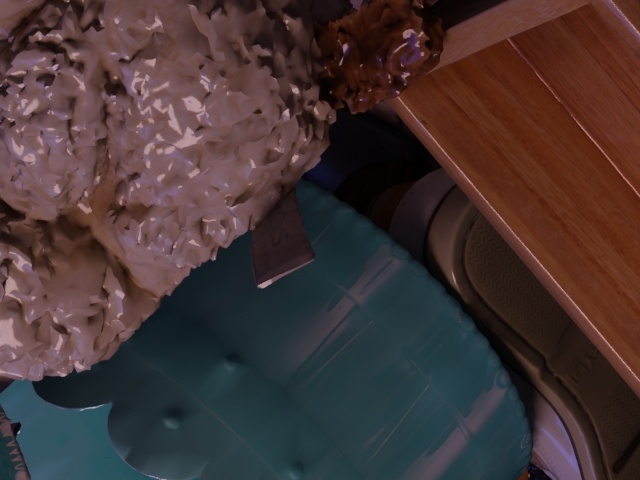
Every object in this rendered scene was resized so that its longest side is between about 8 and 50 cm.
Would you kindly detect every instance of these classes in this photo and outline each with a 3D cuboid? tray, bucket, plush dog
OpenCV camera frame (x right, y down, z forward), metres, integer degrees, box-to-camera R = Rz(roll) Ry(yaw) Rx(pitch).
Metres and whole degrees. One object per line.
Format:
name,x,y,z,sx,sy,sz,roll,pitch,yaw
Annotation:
tray,0.207,0.051,0.727,0.411,0.076,0.203,50,162,-9
bucket,-0.033,0.106,1.010,0.281,0.183,0.281,39,159,19
plush dog,-0.096,-0.107,0.715,0.225,0.262,0.210,38,147,-27

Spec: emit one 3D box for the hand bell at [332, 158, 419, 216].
hand bell,0.000,0.000,1.139,0.126,0.126,0.242,34,153,-8

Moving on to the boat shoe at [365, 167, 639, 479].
boat shoe,0.136,0.071,1.049,0.103,0.113,0.302,13,145,55

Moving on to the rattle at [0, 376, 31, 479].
rattle,-0.164,0.014,0.843,0.130,0.199,0.143,24,163,27

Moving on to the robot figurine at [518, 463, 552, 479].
robot figurine,0.089,0.145,1.406,0.211,0.085,0.291,24,163,32
